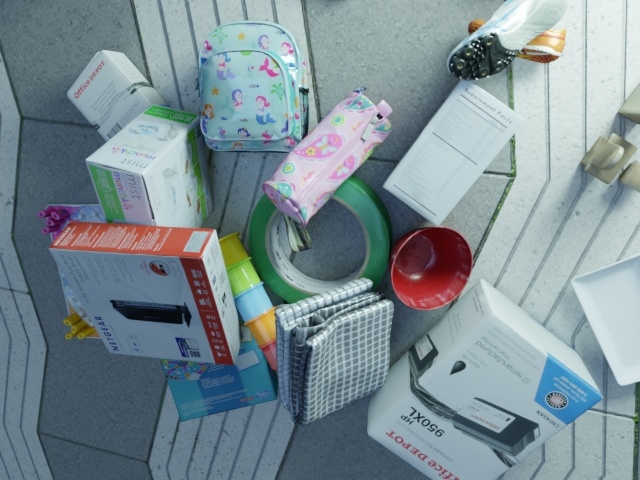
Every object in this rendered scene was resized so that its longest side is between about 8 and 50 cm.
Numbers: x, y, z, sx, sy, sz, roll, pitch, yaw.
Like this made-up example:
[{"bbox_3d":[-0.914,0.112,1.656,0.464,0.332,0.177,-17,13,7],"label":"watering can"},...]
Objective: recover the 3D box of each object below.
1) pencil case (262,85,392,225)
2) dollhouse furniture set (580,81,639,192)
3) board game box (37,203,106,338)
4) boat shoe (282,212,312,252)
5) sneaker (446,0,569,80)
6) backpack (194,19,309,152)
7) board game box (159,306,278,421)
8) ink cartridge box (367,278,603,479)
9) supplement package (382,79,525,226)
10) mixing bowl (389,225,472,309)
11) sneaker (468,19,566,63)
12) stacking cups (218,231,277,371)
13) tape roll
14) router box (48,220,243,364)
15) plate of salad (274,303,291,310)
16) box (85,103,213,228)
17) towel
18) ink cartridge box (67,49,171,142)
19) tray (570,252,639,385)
[{"bbox_3d":[0.017,-0.163,0.937,0.124,0.124,0.284,44,81,-2],"label":"pencil case"},{"bbox_3d":[0.701,-0.150,0.799,0.355,0.174,0.303,32,112,3],"label":"dollhouse furniture set"},{"bbox_3d":[-0.539,0.098,1.265,0.389,0.050,0.391,1,107,15],"label":"board game box"},{"bbox_3d":[-0.051,-0.050,1.013,0.049,0.056,0.152,-10,108,6],"label":"boat shoe"},{"bbox_3d":[0.308,-0.354,0.818,0.237,0.086,0.085,-35,133,-5],"label":"sneaker"},{"bbox_3d":[-0.136,-0.307,0.967,0.224,0.191,0.254,2,100,5],"label":"backpack"},{"bbox_3d":[-0.270,0.262,1.199,0.253,0.079,0.337,-13,103,2],"label":"board game box"},{"bbox_3d":[0.330,0.331,1.040,0.285,0.166,0.395,37,112,-5],"label":"ink cartridge box"},{"bbox_3d":[0.252,-0.174,0.929,0.139,0.134,0.244,37,112,1],"label":"supplement package"},{"bbox_3d":[0.216,0.044,1.011,0.181,0.098,0.182,-5,108,-14],"label":"mixing bowl"},{"bbox_3d":[0.361,-0.380,0.886,0.174,0.064,0.068,17,88,5],"label":"sneaker"},{"bbox_3d":[-0.148,0.138,1.080,0.096,0.096,0.316,-29,91,21],"label":"stacking cups"},{"bbox_3d":[0.000,0.000,1.081,0.320,0.077,0.322,4,107,14],"label":"tape roll"},{"bbox_3d":[-0.338,0.119,0.992,0.300,0.082,0.336,3,132,8],"label":"router box"},{"bbox_3d":[-0.052,0.239,1.134,0.199,0.048,0.200,12,124,19],"label":"plate of salad"},{"bbox_3d":[-0.337,-0.107,1.007,0.126,0.231,0.262,15,135,10],"label":"box"},{"bbox_3d":[0.034,0.240,1.009,0.121,0.234,0.284,43,140,46],"label":"towel"},{"bbox_3d":[-0.449,-0.304,1.096,0.148,0.086,0.203,-38,95,21],"label":"ink cartridge box"},{"bbox_3d":[0.638,0.165,0.991,0.145,0.030,0.271,-25,99,19],"label":"tray"}]
